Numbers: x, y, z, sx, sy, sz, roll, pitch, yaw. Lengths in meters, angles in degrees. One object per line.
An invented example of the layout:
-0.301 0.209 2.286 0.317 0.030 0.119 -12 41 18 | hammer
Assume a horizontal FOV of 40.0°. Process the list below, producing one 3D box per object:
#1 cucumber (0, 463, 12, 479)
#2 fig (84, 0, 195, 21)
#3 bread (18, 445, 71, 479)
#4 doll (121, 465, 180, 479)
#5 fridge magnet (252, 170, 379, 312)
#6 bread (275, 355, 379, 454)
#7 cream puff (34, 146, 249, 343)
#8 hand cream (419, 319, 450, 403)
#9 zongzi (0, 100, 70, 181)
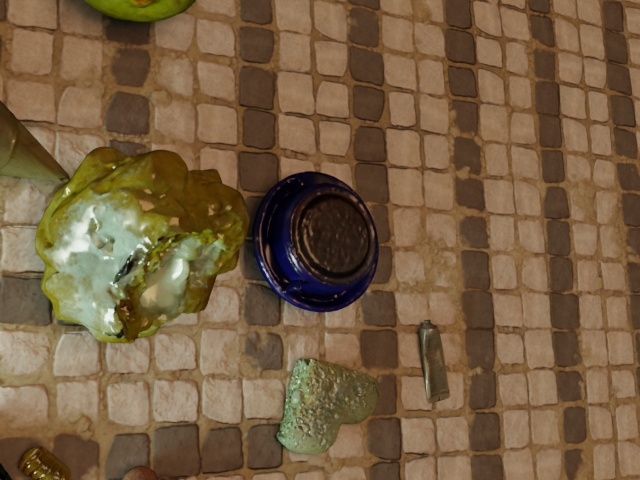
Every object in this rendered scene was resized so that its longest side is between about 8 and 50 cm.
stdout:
-0.487 0.379 1.310 0.070 0.046 0.220 -33 98 -22 | cucumber
-0.294 -0.531 1.479 0.258 0.258 0.326 21 58 -25 | fig
-0.422 0.356 1.356 0.088 0.034 0.049 48 68 -14 | bread
-0.283 0.500 1.343 0.201 0.156 0.303 22 66 -18 | doll
0.000 0.000 1.619 0.265 0.113 0.265 7 77 -31 | fridge magnet
0.012 0.284 1.602 0.232 0.064 0.172 -27 96 -32 | bread
-0.284 -0.007 1.395 0.274 0.323 0.270 40 18 13 | cream puff
0.226 0.240 1.756 0.057 0.037 0.165 -10 93 -31 | hand cream
-0.573 -0.113 1.301 0.317 0.154 0.289 48 69 -20 | zongzi
